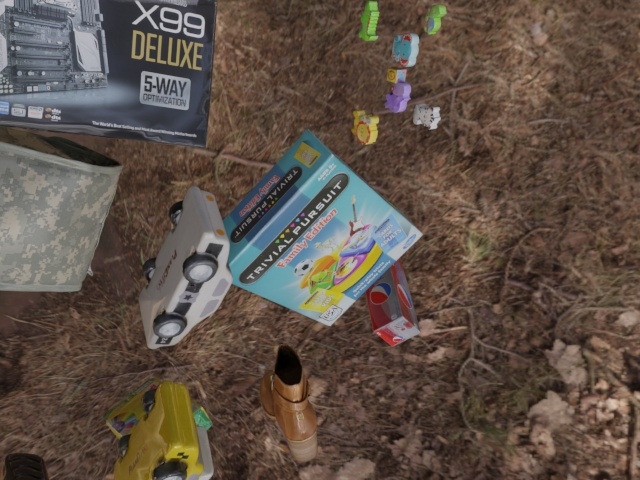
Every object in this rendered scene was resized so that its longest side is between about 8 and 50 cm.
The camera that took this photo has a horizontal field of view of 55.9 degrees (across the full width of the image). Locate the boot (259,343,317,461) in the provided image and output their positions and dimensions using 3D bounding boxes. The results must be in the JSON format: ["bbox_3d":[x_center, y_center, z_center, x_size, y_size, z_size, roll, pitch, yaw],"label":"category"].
[{"bbox_3d":[-0.053,0.218,0.921,0.073,0.197,0.152,-18,121,-18],"label":"boot"}]

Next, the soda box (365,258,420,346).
[{"bbox_3d":[0.163,0.120,1.481,0.092,0.083,0.263,42,26,-37],"label":"soda box"}]

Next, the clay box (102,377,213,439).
[{"bbox_3d":[-0.315,0.342,1.145,0.127,0.222,0.053,-39,116,-29],"label":"clay box"}]

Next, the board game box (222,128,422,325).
[{"bbox_3d":[0.000,0.000,1.029,0.254,0.336,0.079,-46,53,9],"label":"board game box"}]

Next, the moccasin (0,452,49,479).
[{"bbox_3d":[-0.632,0.586,1.250,0.139,0.380,0.146,17,90,-35],"label":"moccasin"}]

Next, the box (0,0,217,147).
[{"bbox_3d":[-0.291,-0.253,0.762,0.308,0.076,0.242,3,97,-31],"label":"box"}]

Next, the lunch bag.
[{"bbox_3d":[-0.475,-0.051,0.935,0.287,0.169,0.235,13,104,-41],"label":"lunch bag"}]

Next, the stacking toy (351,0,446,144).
[{"bbox_3d":[0.136,-0.278,1.000,0.167,0.052,0.221,-16,122,-35],"label":"stacking toy"}]

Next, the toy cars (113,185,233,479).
[{"bbox_3d":[-0.152,0.139,0.678,0.087,0.176,0.393,9,89,-34],"label":"toy cars"}]
